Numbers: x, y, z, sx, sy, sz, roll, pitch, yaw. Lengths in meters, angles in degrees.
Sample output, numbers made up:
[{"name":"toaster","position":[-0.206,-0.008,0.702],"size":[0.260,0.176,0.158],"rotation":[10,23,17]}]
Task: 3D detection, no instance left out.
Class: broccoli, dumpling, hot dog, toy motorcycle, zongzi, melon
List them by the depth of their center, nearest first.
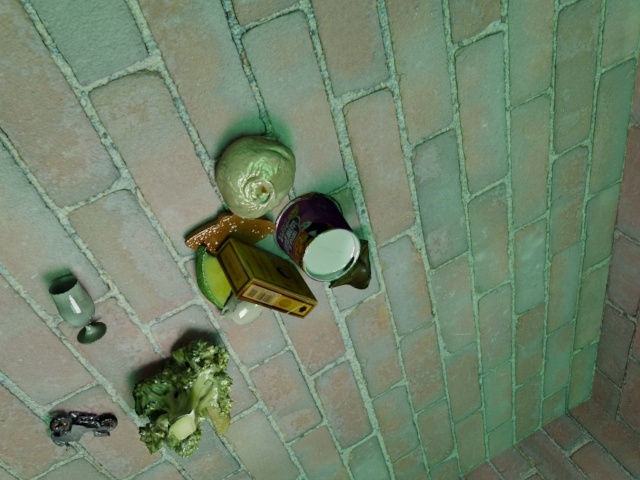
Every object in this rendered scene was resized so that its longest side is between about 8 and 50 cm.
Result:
[{"name":"melon","position":[-0.328,0.112,1.598],"size":[0.114,0.053,0.261],"rotation":[-33,140,-21]},{"name":"broccoli","position":[-0.442,0.520,1.682],"size":[0.339,0.317,0.277],"rotation":[-25,117,25]},{"name":"toy motorcycle","position":[-0.788,0.629,1.700],"size":[0.215,0.080,0.122],"rotation":[18,111,-40]},{"name":"dumpling","position":[-0.240,0.224,1.712],"size":[0.176,0.092,0.150],"rotation":[-50,153,-10]},{"name":"zongzi","position":[0.101,0.137,1.756],"size":[0.221,0.112,0.242],"rotation":[74,33,-43]},{"name":"hot dog","position":[-0.384,0.623,1.905],"size":[0.073,0.084,0.242],"rotation":[-23,128,-17]}]

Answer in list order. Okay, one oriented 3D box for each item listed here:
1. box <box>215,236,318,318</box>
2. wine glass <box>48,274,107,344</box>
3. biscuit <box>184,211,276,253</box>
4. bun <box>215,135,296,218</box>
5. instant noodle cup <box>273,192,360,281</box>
[{"name":"box","position":[-0.161,0.120,1.587],"size":[0.084,0.192,0.301],"rotation":[-47,139,15]},{"name":"wine glass","position":[-0.686,0.196,1.456],"size":[0.093,0.093,0.202],"rotation":[-21,131,-14]},{"name":"biscuit","position":[-0.271,-0.018,1.564],"size":[0.280,0.043,0.183],"rotation":[-10,128,-16]},{"name":"bun","position":[-0.168,-0.175,1.449],"size":[0.244,0.153,0.243],"rotation":[-17,130,-22]},{"name":"instant noodle cup","position":[0.000,0.000,1.622],"size":[0.251,0.190,0.251],"rotation":[-14,125,-20]}]
